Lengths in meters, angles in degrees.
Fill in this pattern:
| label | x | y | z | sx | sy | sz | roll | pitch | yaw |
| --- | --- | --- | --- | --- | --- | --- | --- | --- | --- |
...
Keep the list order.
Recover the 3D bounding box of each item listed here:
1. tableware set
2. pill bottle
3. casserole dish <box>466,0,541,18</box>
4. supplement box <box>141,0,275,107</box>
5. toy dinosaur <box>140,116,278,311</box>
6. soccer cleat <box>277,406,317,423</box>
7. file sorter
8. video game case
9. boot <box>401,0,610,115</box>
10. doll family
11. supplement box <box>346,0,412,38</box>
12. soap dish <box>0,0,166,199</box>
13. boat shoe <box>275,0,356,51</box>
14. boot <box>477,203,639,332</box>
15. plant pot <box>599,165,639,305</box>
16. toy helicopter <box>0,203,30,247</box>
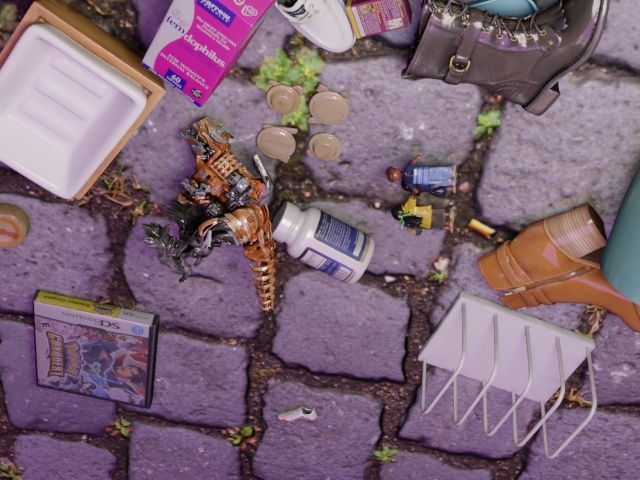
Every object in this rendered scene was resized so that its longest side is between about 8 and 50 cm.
| label | x | y | z | sx | sy | sz | roll | pitch | yaw |
| --- | --- | --- | --- | --- | --- | --- | --- | --- | --- |
| tableware set | -0.028 | -0.187 | 1.547 | 0.141 | 0.020 | 0.169 | 12 | 133 | 1 |
| pill bottle | 0.000 | 0.000 | 1.656 | 0.169 | 0.094 | 0.094 | 27 | 130 | -14 |
| casserole dish | 0.236 | -0.299 | 1.394 | 0.188 | 0.037 | 0.114 | -11 | 129 | 19 |
| supplement box | -0.152 | -0.305 | 1.350 | 0.111 | 0.114 | 0.220 | 36 | 145 | -7 |
| toy dinosaur | -0.163 | -0.033 | 1.588 | 0.218 | 0.164 | 0.322 | -21 | 80 | 20 |
| soccer cleat | -0.049 | 0.367 | 2.032 | 0.083 | 0.029 | 0.036 | 1 | 122 | 5 |
| file sorter | 0.341 | 0.256 | 1.774 | 0.277 | 0.173 | 0.193 | 20 | 131 | -8 |
| video game case | -0.462 | 0.230 | 1.973 | 0.248 | 0.035 | 0.275 | 12 | 132 | -1 |
| boot | 0.248 | -0.289 | 1.316 | 0.229 | 0.091 | 0.263 | 19 | 133 | -8 |
| doll family | 0.165 | -0.072 | 1.585 | 0.111 | 0.076 | 0.193 | 6 | 127 | 10 |
| supplement box | 0.085 | -0.332 | 1.384 | 0.083 | 0.043 | 0.055 | -9 | 129 | 17 |
| soap dish | -0.405 | -0.221 | 1.513 | 0.229 | 0.118 | 0.291 | 33 | 128 | -19 |
| boat shoe | -0.035 | -0.344 | 1.372 | 0.083 | 0.076 | 0.226 | -31 | 120 | 31 |
| boot | 0.424 | 0.085 | 1.649 | 0.220 | 0.109 | 0.283 | -29 | 119 | 28 |
| plant pot | 0.584 | -0.039 | 1.414 | 0.293 | 0.293 | 0.235 | 7 | 115 | 3 |
| toy helicopter | -0.714 | -0.026 | 1.755 | 0.355 | 0.140 | 0.235 | -7 | 121 | 1 |
